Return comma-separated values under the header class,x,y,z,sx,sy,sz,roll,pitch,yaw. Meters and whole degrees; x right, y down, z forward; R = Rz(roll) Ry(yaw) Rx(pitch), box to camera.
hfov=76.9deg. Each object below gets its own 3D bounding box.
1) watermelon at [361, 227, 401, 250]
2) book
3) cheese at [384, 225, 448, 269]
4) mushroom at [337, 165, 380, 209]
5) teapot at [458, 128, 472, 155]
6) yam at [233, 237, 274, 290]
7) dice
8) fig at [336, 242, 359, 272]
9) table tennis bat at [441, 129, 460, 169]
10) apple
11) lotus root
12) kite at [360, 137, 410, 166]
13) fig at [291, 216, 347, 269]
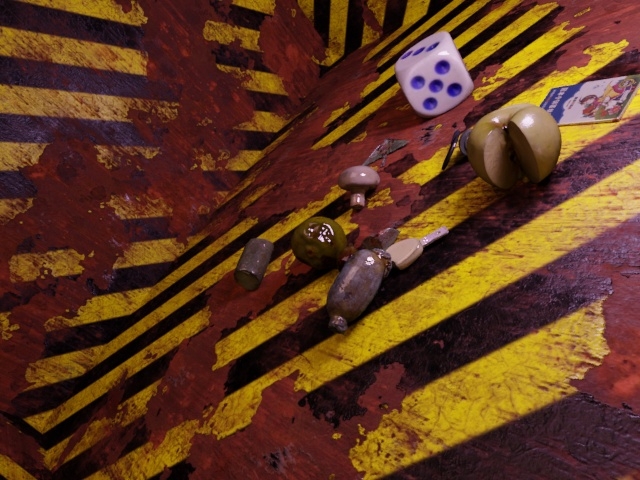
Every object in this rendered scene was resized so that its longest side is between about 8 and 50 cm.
class,x,y,z,sx,sy,sz,roll,pitch,yaw
watermelon,0.238,-0.001,1.643,0.180,0.094,0.081,-35,31,45
book,0.959,-0.505,1.478,0.228,0.018,0.323,-52,31,-15
cheese,0.356,0.024,1.498,0.256,0.050,0.127,-32,32,20
mushroom,0.196,-0.271,1.953,0.207,0.206,0.209,-33,73,18
teapot,0.640,-0.424,1.669,0.149,0.111,0.108,-37,17,21
yam,-0.352,0.115,2.127,0.161,0.161,0.267,-20,40,34
dice,0.579,-0.841,2.063,0.305,0.304,0.276,-26,35,28
fig,0.119,0.069,1.669,0.110,0.103,0.154,2,48,-4
table tennis bat,0.564,-0.399,1.728,0.150,0.027,0.236,102,-165,-52
apple,0.654,-0.314,1.366,0.292,0.254,0.291,-27,34,20
lotus root,0.122,0.174,1.464,0.175,0.175,0.349,12,63,55
kite,0.346,-0.480,2.180,0.323,0.013,0.267,-25,33,32
fig,0.000,0.000,1.779,0.240,0.239,0.271,-30,11,23
